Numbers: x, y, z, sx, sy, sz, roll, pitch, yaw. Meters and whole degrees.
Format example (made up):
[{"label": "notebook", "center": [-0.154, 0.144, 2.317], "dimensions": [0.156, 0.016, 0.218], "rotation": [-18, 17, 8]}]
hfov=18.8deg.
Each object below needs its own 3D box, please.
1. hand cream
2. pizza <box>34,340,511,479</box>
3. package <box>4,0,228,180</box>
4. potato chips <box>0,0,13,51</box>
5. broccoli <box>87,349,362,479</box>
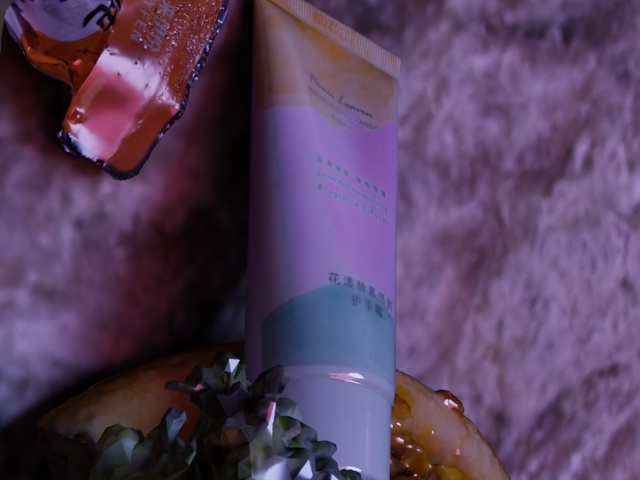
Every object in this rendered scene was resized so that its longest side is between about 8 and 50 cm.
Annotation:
[{"label": "hand cream", "center": [0.000, 0.000, 0.635], "dimensions": [0.076, 0.047, 0.174], "rotation": [27, 54, -41]}, {"label": "pizza", "center": [0.007, 0.101, 0.688], "dimensions": [0.246, 0.058, 0.127], "rotation": [43, 75, -36]}, {"label": "package", "center": [-0.074, -0.073, 0.593], "dimensions": [0.111, 0.033, 0.077], "rotation": [41, 51, -52]}, {"label": "potato chips", "center": [-0.206, -0.149, 0.340], "dimensions": [0.373, 0.097, 0.389], "rotation": [18, 109, -15]}, {"label": "broccoli", "center": [-0.149, 0.172, 0.494], "dimensions": [0.361, 0.221, 0.252], "rotation": [-10, 126, -11]}]
